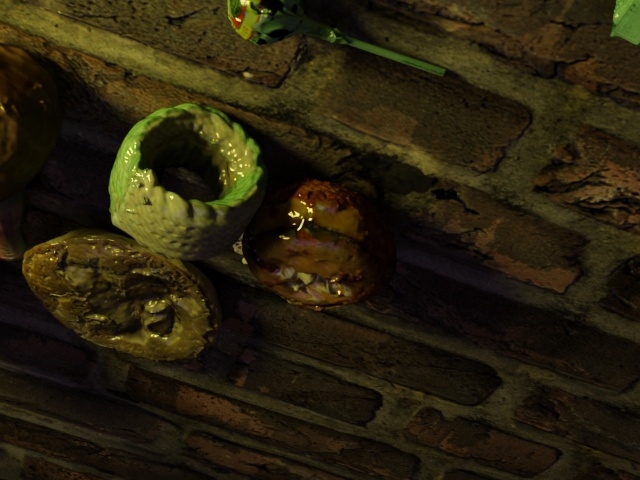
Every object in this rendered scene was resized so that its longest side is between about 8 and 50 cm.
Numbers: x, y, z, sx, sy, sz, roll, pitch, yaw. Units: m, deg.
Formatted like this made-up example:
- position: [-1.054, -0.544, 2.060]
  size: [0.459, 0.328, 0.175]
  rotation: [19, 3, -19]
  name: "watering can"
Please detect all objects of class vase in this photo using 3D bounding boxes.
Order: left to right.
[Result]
- position: [-0.536, -0.044, 1.699]
  size: [0.086, 0.086, 0.214]
  rotation: [14, 146, -1]
  name: "vase"

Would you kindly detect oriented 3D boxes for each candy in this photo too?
- position: [0.028, -0.267, 1.290]
  size: [0.305, 0.083, 0.091]
  rotation: [15, 125, -15]
  name: "candy"

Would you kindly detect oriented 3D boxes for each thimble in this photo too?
- position: [-0.194, -0.079, 1.446]
  size: [0.219, 0.219, 0.150]
  rotation: [23, 142, -12]
  name: "thimble"

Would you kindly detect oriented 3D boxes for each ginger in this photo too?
- position: [-0.477, -0.157, 1.444]
  size: [0.223, 0.200, 0.269]
  rotation: [4, 136, 20]
  name: "ginger"

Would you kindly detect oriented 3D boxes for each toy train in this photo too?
- position: [0.404, -0.288, 1.150]
  size: [0.099, 0.070, 0.172]
  rotation: [27, 140, 0]
  name: "toy train"

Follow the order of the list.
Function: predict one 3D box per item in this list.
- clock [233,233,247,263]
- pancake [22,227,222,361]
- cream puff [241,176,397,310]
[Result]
- position: [-0.091, 0.021, 1.679]
  size: [0.129, 0.041, 0.087]
  rotation: [20, 137, -16]
  name: "clock"
- position: [-0.355, 0.098, 1.813]
  size: [0.386, 0.082, 0.387]
  rotation: [7, 145, 5]
  name: "pancake"
- position: [-0.001, 0.000, 1.537]
  size: [0.240, 0.164, 0.240]
  rotation: [12, 154, 6]
  name: "cream puff"
